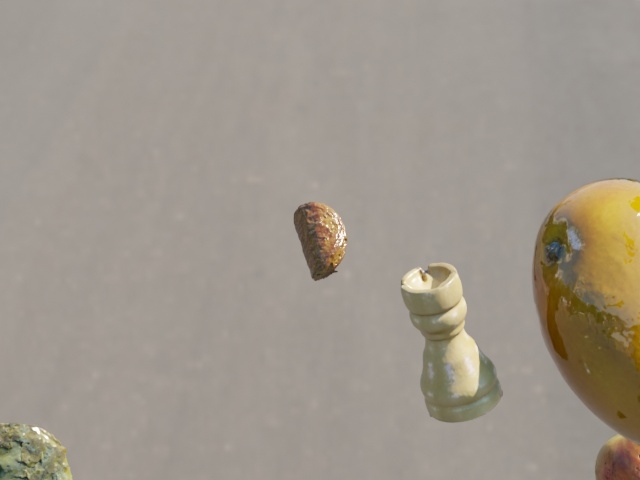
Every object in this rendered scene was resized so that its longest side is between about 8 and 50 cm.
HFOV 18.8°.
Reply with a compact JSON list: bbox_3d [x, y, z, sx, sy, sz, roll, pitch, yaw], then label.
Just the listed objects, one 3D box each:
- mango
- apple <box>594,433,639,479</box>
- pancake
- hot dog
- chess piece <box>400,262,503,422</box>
[{"bbox_3d":[0.266,0.072,1.576,0.175,0.254,0.139,-34,9,-32],"label":"mango"},{"bbox_3d":[0.377,0.263,2.138,0.146,0.146,0.146,0,25,0],"label":"apple"},{"bbox_3d":[-0.212,0.173,1.285,0.108,0.108,0.017,-7,-10,-15],"label":"pancake"},{"bbox_3d":[0.000,0.000,1.937,0.035,0.058,0.083,4,53,-32],"label":"hot dog"},{"bbox_3d":[0.100,0.081,1.555,0.066,0.122,0.066,-16,24,7],"label":"chess piece"}]
